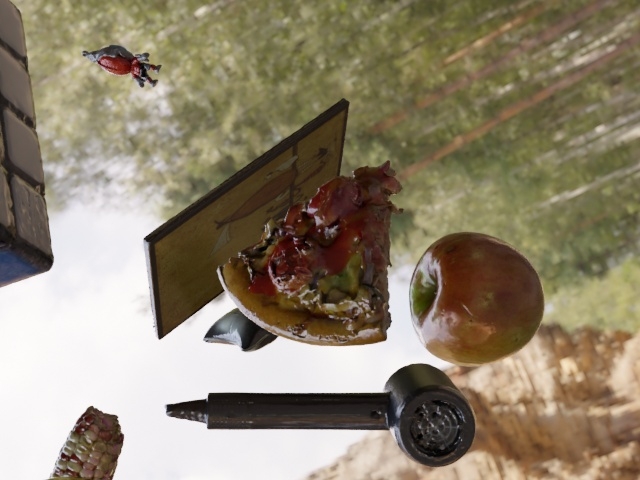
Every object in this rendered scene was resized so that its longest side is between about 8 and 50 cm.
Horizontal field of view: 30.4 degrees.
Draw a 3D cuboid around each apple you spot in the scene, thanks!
[{"bbox_3d":[0.221,0.083,1.655,0.196,0.196,0.196,41,-145,-36],"label":"apple"}]

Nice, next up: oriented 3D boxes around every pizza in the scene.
[{"bbox_3d":[0.000,0.000,1.066,0.053,0.201,0.193,48,-121,-45],"label":"pizza"}]

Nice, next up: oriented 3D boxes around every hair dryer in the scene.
[{"bbox_3d":[-0.002,0.146,0.975,0.128,0.255,0.070,-154,63,-85],"label":"hair dryer"}]

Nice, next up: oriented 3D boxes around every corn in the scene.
[{"bbox_3d":[-0.320,0.349,1.499,0.092,0.280,0.092,24,-175,-2],"label":"corn"}]

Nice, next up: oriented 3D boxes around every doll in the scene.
[{"bbox_3d":[-0.281,-0.253,1.668,0.114,0.057,0.039,19,-103,-2],"label":"doll"}]

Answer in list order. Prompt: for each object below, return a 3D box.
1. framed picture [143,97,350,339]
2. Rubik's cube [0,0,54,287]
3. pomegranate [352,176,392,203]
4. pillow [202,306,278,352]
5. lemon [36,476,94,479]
[{"bbox_3d":[-0.094,-0.025,1.574,0.339,0.255,0.014,-37,-113,-24],"label":"framed picture"},{"bbox_3d":[-0.504,-0.118,1.158,0.337,0.344,0.343,49,-155,-64],"label":"Rubik's cube"},{"bbox_3d":[0.032,0.034,1.947,0.204,0.277,0.222,44,-159,-37],"label":"pomegranate"},{"bbox_3d":[-0.104,0.124,1.680,0.091,0.136,0.055,-5,-87,-32],"label":"pillow"},{"bbox_3d":[-0.274,0.368,1.253,0.254,0.228,0.228,12,-136,-8],"label":"lemon"}]
